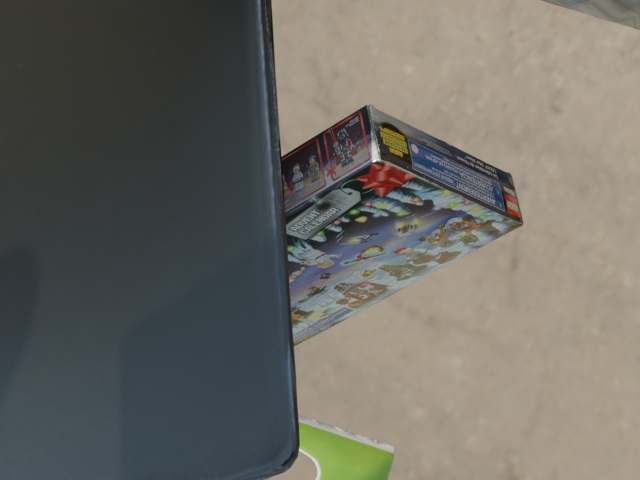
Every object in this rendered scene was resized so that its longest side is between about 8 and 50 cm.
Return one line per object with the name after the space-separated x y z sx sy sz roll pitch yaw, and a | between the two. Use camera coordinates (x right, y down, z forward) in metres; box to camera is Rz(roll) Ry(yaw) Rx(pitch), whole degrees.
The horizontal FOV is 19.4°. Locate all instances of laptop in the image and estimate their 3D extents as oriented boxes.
-0.090 -0.021 0.904 0.236 0.382 0.408 -7 160 10 | laptop

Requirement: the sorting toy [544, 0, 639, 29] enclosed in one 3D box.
0.181 -0.161 0.885 0.274 0.046 0.132 19 132 16 | sorting toy

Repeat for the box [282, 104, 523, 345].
0.000 0.000 0.757 0.137 0.027 0.094 -30 146 32 | box

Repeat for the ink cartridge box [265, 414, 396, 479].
-0.073 0.241 1.327 0.189 0.255 0.097 19 172 -8 | ink cartridge box
